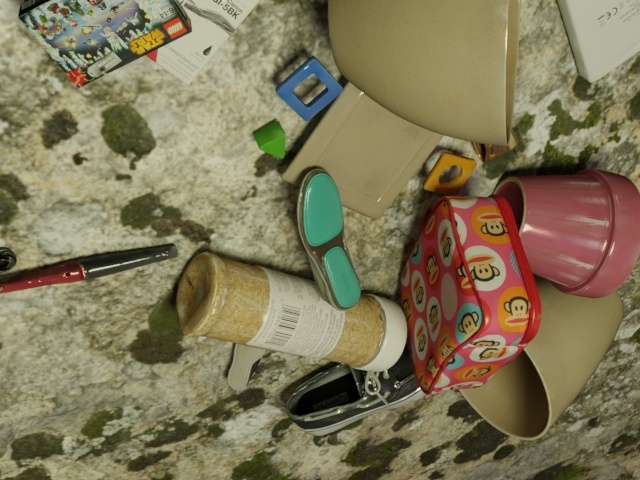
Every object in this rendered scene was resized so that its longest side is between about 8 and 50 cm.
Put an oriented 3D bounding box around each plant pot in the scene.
[{"bbox_3d":[0.365,-0.022,1.129,0.180,0.201,0.201,10,123,-14],"label":"plant pot"},{"bbox_3d":[0.393,0.167,1.273,0.274,0.256,0.257,-27,136,-25],"label":"plant pot"},{"bbox_3d":[0.116,-0.248,0.789,0.190,0.284,0.284,4,135,17],"label":"plant pot"}]

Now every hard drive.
[{"bbox_3d":[0.395,-0.378,0.939,0.203,0.040,0.307,-35,133,5],"label":"hard drive"}]

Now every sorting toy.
[{"bbox_3d":[0.064,-0.131,0.983,0.347,0.047,0.196,21,120,-36],"label":"sorting toy"}]

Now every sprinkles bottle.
[{"bbox_3d":[-0.034,0.113,1.083,0.355,0.121,0.121,17,118,-35],"label":"sprinkles bottle"}]

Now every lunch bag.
[{"bbox_3d":[0.200,0.069,1.073,0.120,0.258,0.293,-4,151,-13],"label":"lunch bag"}]

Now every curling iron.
[{"bbox_3d":[-0.320,0.031,0.936,0.273,0.035,0.068,-4,129,-22],"label":"curling iron"}]

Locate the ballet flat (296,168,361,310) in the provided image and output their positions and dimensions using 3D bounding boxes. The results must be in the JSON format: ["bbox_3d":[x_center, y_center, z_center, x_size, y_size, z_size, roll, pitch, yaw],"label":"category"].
[{"bbox_3d":[0.000,0.000,0.997,0.072,0.068,0.213,-27,116,-24],"label":"ballet flat"}]

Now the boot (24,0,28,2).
[{"bbox_3d":[-0.211,-0.277,0.722,0.189,0.069,0.086,-14,139,-4],"label":"boot"}]

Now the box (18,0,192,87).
[{"bbox_3d":[-0.209,-0.218,0.711,0.137,0.027,0.094,-24,138,10],"label":"box"}]

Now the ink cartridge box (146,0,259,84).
[{"bbox_3d":[-0.141,-0.252,0.774,0.135,0.056,0.099,-46,131,15],"label":"ink cartridge box"}]

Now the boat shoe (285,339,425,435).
[{"bbox_3d":[0.082,0.234,1.245,0.306,0.113,0.105,-22,148,5],"label":"boat shoe"}]

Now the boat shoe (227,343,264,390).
[{"bbox_3d":[-0.113,0.184,1.161,0.046,0.038,0.125,23,116,9],"label":"boat shoe"}]

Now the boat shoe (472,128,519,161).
[{"bbox_3d":[0.219,-0.170,1.010,0.060,0.064,0.178,-40,135,7],"label":"boat shoe"}]
